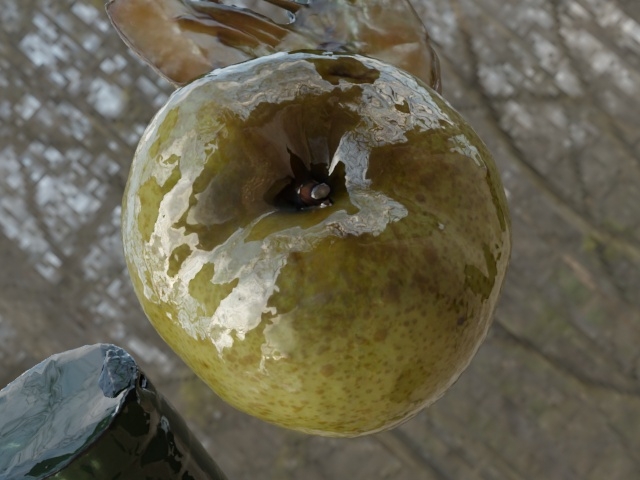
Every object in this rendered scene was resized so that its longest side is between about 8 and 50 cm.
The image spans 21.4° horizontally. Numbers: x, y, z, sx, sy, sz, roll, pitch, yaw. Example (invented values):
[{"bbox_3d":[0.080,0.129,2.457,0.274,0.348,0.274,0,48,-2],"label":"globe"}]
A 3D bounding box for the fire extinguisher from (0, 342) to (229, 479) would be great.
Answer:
[{"bbox_3d":[-0.043,0.189,0.816,0.114,0.311,0.095,3,45,46],"label":"fire extinguisher"}]

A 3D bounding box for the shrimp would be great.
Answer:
[{"bbox_3d":[-0.038,-0.148,0.927,0.178,0.289,0.075,1,-32,-22],"label":"shrimp"}]

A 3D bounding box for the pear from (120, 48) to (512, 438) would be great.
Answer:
[{"bbox_3d":[0.000,0.000,0.716,0.167,0.167,0.136,-45,-12,-21],"label":"pear"}]
